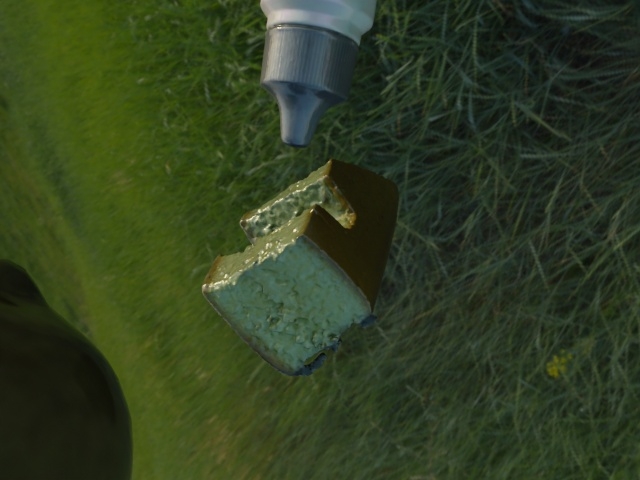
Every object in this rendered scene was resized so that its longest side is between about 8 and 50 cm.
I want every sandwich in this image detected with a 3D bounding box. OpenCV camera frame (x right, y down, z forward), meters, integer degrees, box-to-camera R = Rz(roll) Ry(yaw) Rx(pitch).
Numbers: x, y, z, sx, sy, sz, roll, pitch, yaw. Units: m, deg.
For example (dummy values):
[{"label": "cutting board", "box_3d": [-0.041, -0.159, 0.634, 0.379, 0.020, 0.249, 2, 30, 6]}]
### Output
[{"label": "sandwich", "box_3d": [0.000, 0.000, 0.706, 0.122, 0.235, 0.128, -32, 109, 30]}]

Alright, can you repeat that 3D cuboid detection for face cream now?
[{"label": "face cream", "box_3d": [0.006, -0.226, 0.558, 0.092, 0.092, 0.311, 9, 89, 38]}]

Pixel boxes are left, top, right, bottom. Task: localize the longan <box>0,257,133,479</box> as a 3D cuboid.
[{"label": "longan", "box_3d": [-0.306, 0.141, 0.462, 0.361, 0.361, 0.360, 25, 137, 25]}]
